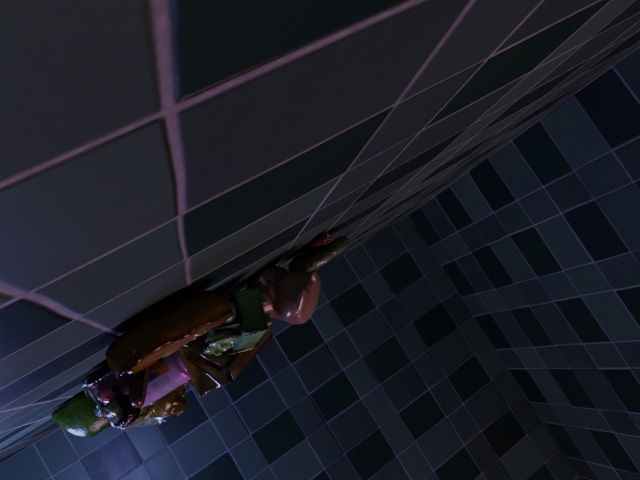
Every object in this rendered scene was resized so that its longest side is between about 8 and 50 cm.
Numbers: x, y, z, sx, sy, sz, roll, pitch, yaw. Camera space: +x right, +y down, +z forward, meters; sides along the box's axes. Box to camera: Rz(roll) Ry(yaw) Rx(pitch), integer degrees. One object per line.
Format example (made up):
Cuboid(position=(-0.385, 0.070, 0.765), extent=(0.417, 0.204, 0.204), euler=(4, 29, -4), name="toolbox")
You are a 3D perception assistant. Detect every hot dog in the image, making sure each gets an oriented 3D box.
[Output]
Cuboid(position=(0.000, 0.000, 1.658), extent=(0.049, 0.036, 0.122), euler=(-13, 167, -31), name="hot dog")

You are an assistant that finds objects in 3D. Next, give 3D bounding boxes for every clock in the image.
Cuboid(position=(-0.664, 0.505, 1.606), extent=(0.100, 0.195, 0.194), euler=(-31, 174, -43), name="clock")

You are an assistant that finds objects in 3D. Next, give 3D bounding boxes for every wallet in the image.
Cuboid(position=(-0.524, 0.314, 1.477), extent=(0.321, 0.044, 0.170), euler=(-35, 177, 17), name="wallet")

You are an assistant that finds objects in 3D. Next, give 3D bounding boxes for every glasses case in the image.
Cuboid(position=(-0.570, 0.429, 1.590), extent=(0.049, 0.194, 0.073), euler=(1, 141, -8), name="glasses case")

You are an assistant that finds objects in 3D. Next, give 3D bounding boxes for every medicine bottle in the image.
Cuboid(position=(-0.525, 0.422, 1.735), extent=(0.291, 0.178, 0.178), euler=(-33, 175, 6), name="medicine bottle")

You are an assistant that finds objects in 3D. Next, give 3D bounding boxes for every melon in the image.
Cuboid(position=(-0.864, 0.653, 1.965), extent=(0.129, 0.169, 0.265), euler=(-35, 175, 35), name="melon")

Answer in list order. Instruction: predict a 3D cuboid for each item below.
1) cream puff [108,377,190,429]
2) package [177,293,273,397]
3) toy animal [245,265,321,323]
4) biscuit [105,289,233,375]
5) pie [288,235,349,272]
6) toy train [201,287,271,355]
Cuboid(position=(-0.682, 0.571, 1.938), extent=(0.323, 0.269, 0.274), euler=(-32, 153, 29), name="cream puff")
Cuboid(position=(-0.288, 0.340, 1.674), extent=(0.165, 0.221, 0.311), euler=(-10, -162, 28), name="package")
Cuboid(position=(-0.131, 0.176, 1.625), extent=(0.195, 0.256, 0.212), euler=(-59, 150, -34), name="toy animal")
Cuboid(position=(-0.345, 0.203, 1.156), extent=(0.296, 0.101, 0.296), euler=(-28, 174, -3), name="biscuit")
Cuboid(position=(-0.007, 0.050, 1.763), extent=(0.241, 0.054, 0.240), euler=(-27, -174, 3), name="pie")
Cuboid(position=(-0.260, 0.242, 1.481), extent=(0.188, 0.159, 0.271), euler=(-8, 158, -22), name="toy train")
